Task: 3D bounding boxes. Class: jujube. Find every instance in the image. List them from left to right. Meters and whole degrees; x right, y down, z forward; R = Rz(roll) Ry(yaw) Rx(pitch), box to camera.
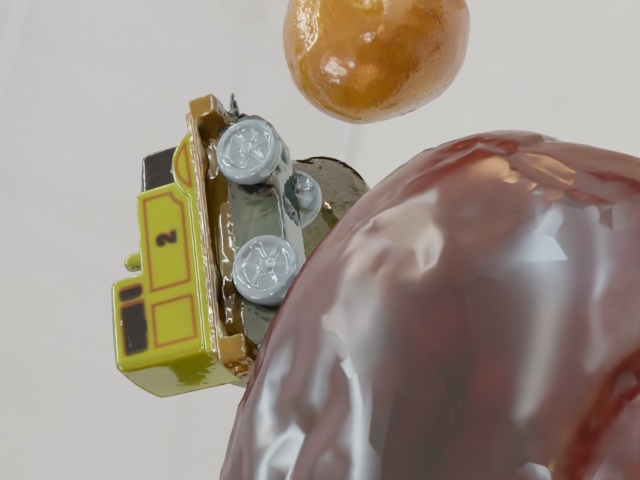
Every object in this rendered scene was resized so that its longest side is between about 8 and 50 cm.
[{"bbox_3d":[0.062,0.113,0.463,0.223,0.223,0.318,31,99,60],"label":"jujube"}]

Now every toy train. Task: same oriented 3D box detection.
[{"bbox_3d":[-0.063,0.009,0.700,0.127,0.089,0.219,-15,63,12],"label":"toy train"}]

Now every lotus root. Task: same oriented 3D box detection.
[{"bbox_3d":[0.000,0.000,1.011,0.124,0.123,0.241,-22,33,-9],"label":"lotus root"}]

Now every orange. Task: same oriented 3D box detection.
[{"bbox_3d":[0.075,-0.279,1.579,0.261,0.261,0.261,-37,42,42],"label":"orange"}]

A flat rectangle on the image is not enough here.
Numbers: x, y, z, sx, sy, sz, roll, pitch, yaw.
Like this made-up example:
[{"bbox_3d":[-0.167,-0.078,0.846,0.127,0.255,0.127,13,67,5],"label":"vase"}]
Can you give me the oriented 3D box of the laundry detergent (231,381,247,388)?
[{"bbox_3d":[-0.070,0.139,1.496,0.253,0.181,0.091,-5,-78,-79],"label":"laundry detergent"}]
